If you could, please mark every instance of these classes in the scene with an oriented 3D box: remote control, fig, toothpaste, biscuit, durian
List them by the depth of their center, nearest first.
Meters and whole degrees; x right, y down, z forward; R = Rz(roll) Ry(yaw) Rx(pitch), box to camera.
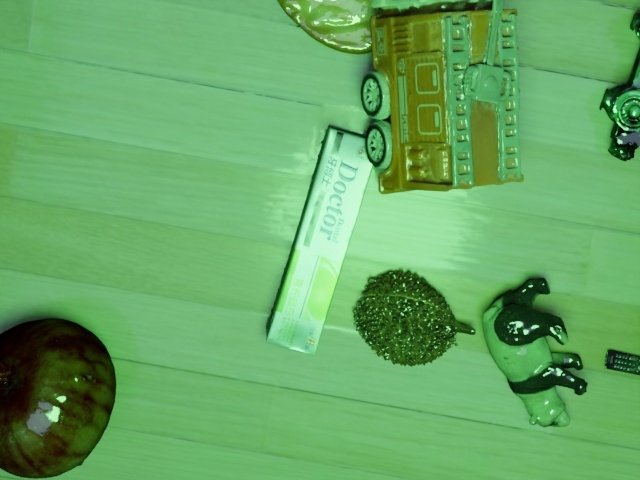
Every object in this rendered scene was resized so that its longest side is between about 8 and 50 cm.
[{"bbox_3d":[0.028,-0.389,1.656,0.260,0.041,0.203,27,100,-2],"label":"biscuit"},{"bbox_3d":[-0.410,0.232,1.670,0.235,0.214,0.235,1,92,26],"label":"fig"},{"bbox_3d":[0.000,0.000,1.694,0.081,0.067,0.336,16,98,-5],"label":"toothpaste"},{"bbox_3d":[0.141,0.126,1.696,0.189,0.091,0.148,9,98,-3],"label":"durian"},{"bbox_3d":[0.481,0.191,1.739,0.091,0.016,0.034,12,82,-1],"label":"remote control"}]

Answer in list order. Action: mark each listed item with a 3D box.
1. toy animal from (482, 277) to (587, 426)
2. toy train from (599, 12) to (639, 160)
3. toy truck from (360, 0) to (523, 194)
[{"bbox_3d":[0.324,0.178,1.702,0.121,0.094,0.225,-22,106,13],"label":"toy animal"},{"bbox_3d":[0.506,-0.235,1.633,0.154,0.115,0.269,18,97,4],"label":"toy train"},{"bbox_3d":[0.175,-0.258,1.559,0.173,0.207,0.387,-8,100,-26],"label":"toy truck"}]
